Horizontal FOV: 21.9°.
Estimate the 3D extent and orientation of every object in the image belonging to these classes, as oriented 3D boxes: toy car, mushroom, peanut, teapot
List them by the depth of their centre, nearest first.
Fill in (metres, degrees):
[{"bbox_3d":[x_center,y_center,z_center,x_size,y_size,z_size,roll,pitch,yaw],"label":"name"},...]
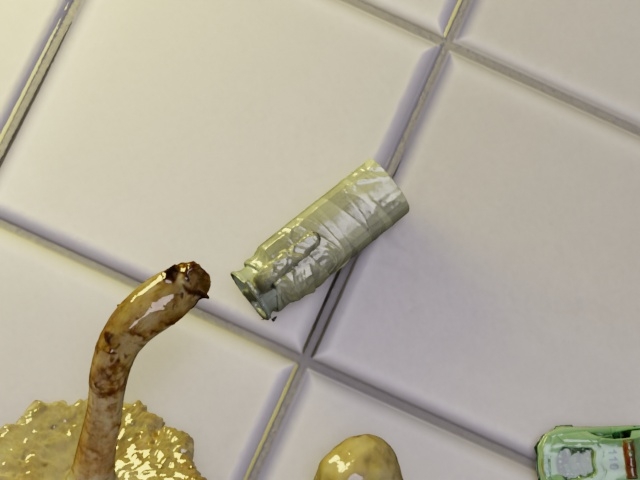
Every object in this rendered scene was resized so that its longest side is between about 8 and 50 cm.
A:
[{"bbox_3d":[-0.232,0.171,1.663,0.233,0.208,0.302,-6,96,-25],"label":"mushroom"},{"bbox_3d":[0.014,0.332,1.713,0.125,0.111,0.275,24,74,-24],"label":"peanut"},{"bbox_3d":[0.000,0.000,1.780,0.200,0.107,0.077,-39,88,-11],"label":"teapot"},{"bbox_3d":[0.325,0.236,1.789,0.186,0.058,0.093,-2,77,-5],"label":"toy car"}]
